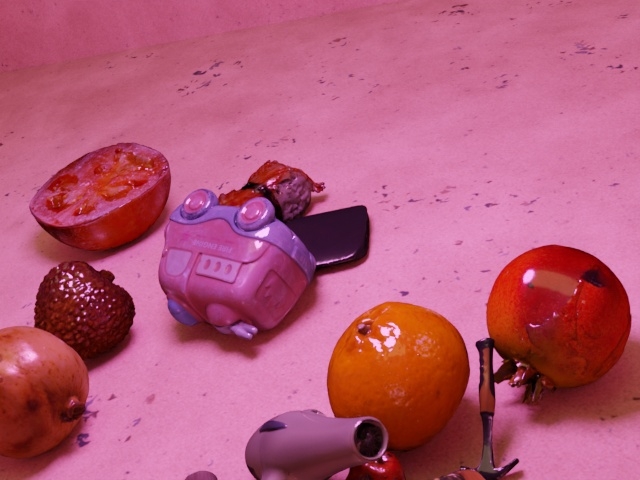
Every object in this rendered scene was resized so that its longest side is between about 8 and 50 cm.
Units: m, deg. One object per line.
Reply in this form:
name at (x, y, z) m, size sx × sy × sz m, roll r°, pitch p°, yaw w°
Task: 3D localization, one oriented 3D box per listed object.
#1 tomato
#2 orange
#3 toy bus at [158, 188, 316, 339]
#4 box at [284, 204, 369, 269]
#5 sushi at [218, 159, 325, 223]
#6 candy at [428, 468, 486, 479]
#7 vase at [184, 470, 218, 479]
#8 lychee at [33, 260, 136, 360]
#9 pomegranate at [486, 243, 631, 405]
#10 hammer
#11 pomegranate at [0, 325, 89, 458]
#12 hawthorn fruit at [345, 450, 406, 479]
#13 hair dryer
tomato at (-0.484, -0.078, 2.304) m, size 0.338 × 0.143 × 0.338 m, roll -15°, pitch 32°, yaw 10°
orange at (0.107, 0.192, 1.449) m, size 0.219 × 0.193 × 0.219 m, roll -39°, pitch 3°, yaw 2°
toy bus at (-0.167, 0.058, 1.844) m, size 0.294 × 0.197 × 0.231 m, roll 10°, pitch 62°, yaw 34°
box at (0.000, 0.000, 2.012) m, size 0.201 × 0.042 × 0.212 m, roll -12°, pitch 29°, yaw 9°
sushi at (-0.129, -0.064, 2.120) m, size 0.124 × 0.130 × 0.332 m, roll 19°, pitch 50°, yaw 40°
candy at (0.107, 0.361, 1.267) m, size 0.271 × 0.101 × 0.143 m, roll -18°, pitch 30°, yaw -8°
vase at (-0.165, 0.377, 1.430) m, size 0.053 × 0.053 × 0.100 m, roll -18°, pitch 33°, yaw -1°
lychee at (-0.439, 0.132, 1.882) m, size 0.195 × 0.194 × 0.194 m, roll -13°, pitch 29°, yaw 7°
pomegranate at (0.335, 0.120, 1.464) m, size 0.210 × 0.210 × 0.235 m, roll 23°, pitch 75°, yaw 50°
hammer at (0.233, 0.231, 1.399) m, size 0.078 × 0.021 × 0.201 m, roll -3°, pitch 66°, yaw 18°
pomegranate at (-0.483, 0.252, 1.668) m, size 0.215 × 0.215 × 0.215 m, roll -13°, pitch 29°, yaw 7°
hawthorn fruit at (0.073, 0.320, 1.361) m, size 0.093 × 0.093 × 0.093 m, roll -13°, pitch 29°, yaw 7°
hair dryer at (-0.031, 0.319, 1.316) m, size 0.296 × 0.119 × 0.298 m, roll -38°, pitch 16°, yaw 38°
